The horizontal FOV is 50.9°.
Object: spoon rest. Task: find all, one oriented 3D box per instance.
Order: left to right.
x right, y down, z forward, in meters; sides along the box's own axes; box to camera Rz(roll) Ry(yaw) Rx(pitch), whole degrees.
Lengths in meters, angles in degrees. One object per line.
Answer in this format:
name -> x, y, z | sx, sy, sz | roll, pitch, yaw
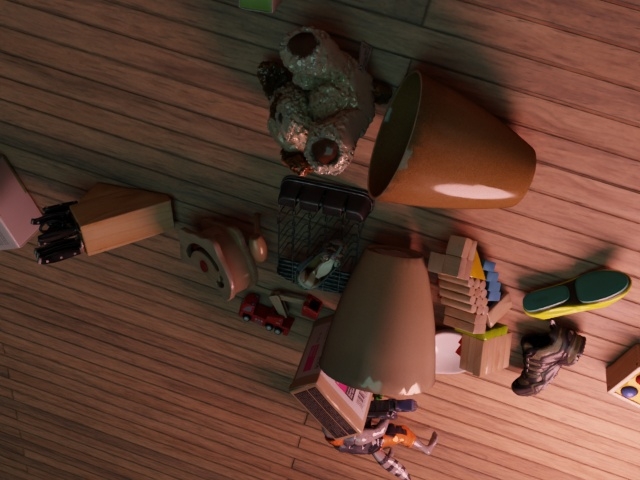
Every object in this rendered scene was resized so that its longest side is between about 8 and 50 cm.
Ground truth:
spoon rest -> 0.241, 0.273, 1.619 | 0.276, 0.084, 0.137 | -7, 125, 25

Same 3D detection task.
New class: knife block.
knife block -> -0.505, -0.025, 1.536 | 0.276, 0.242, 0.088 | 10, 131, 11

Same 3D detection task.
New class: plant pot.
plant pot -> 0.141, 0.155, 1.453 | 0.257, 0.256, 0.273 | 10, 102, 12
plant pot -> 0.245, -0.151, 1.206 | 0.254, 0.237, 0.237 | 16, 132, -10

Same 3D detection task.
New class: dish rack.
dish rack -> 0.000, 0.000, 1.496 | 0.208, 0.074, 0.271 | 13, 132, 11

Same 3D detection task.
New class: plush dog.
plush dog -> -0.010, -0.247, 1.259 | 0.225, 0.211, 0.262 | -10, 96, 42

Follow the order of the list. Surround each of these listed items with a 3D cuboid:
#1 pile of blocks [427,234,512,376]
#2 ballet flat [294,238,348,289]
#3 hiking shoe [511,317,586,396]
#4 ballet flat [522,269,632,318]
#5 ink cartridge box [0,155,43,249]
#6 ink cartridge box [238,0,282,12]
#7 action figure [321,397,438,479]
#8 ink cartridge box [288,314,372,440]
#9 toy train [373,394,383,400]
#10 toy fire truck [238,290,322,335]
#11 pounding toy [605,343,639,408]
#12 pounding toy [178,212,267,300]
pile of blocks -> 0.324, 0.130, 1.473 | 0.113, 0.149, 0.362 | 15, 131, 49
ballet flat -> -0.009, 0.066, 1.463 | 0.070, 0.070, 0.188 | 32, 133, -7
hiking shoe -> 0.496, 0.264, 1.537 | 0.114, 0.086, 0.227 | 38, 125, 5
ballet flat -> 0.540, 0.119, 1.409 | 0.231, 0.077, 0.077 | -20, 140, 34
ink cartridge box -> -0.886, -0.082, 1.701 | 0.289, 0.121, 0.211 | -5, 125, 23
ink cartridge box -> -0.088, -0.496, 1.103 | 0.062, 0.109, 0.209 | 13, 130, 8
action figure -> 0.150, 0.511, 1.756 | 0.330, 0.178, 0.341 | 27, 151, -26
ink cartridge box -> 0.041, 0.328, 1.632 | 0.088, 0.234, 0.193 | -24, 117, 32
toy train -> 0.163, 0.408, 1.792 | 0.017, 0.023, 0.083 | 28, 131, -3
toy fire truck -> -0.103, 0.170, 1.680 | 0.192, 0.047, 0.135 | 23, 131, 2
pounding toy -> 0.727, 0.314, 1.470 | 0.141, 0.100, 0.130 | 26, 131, -2
pounding toy -> -0.194, 0.031, 1.539 | 0.270, 0.155, 0.154 | 17, 127, 48
